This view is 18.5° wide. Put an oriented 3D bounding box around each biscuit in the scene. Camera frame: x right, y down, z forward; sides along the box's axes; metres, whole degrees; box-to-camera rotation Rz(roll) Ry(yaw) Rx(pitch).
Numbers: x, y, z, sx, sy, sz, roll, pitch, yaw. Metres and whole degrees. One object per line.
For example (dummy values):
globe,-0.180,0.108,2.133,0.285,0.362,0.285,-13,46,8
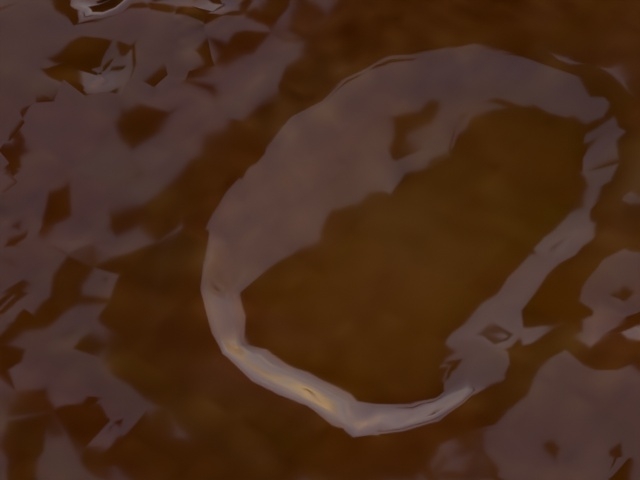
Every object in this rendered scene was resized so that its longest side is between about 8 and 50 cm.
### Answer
biscuit,0.000,0.000,0.359,0.455,0.078,0.349,26,66,19
